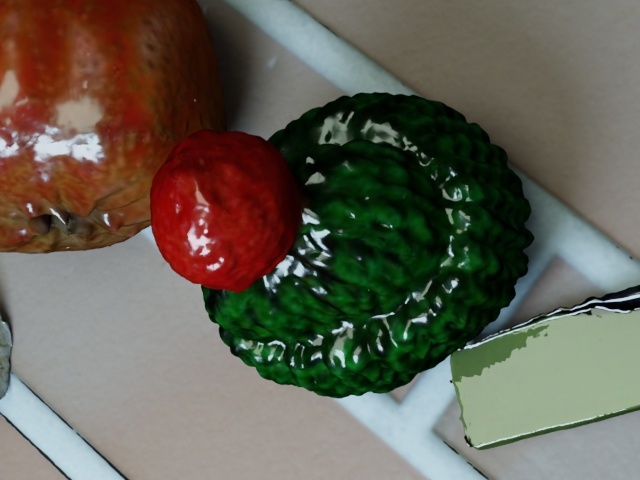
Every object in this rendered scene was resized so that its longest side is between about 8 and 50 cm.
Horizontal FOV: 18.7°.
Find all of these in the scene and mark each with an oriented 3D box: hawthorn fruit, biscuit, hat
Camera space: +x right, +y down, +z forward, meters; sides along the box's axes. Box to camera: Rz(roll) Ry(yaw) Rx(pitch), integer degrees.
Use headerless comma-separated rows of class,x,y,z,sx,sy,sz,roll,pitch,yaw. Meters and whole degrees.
hawthorn fruit,-0.231,-0.151,1.725,0.287,0.287,0.330,-17,61,22
biscuit,0.257,0.087,1.574,0.322,0.038,0.099,-19,79,21
hat,0.000,0.000,1.541,0.274,0.332,0.242,-50,62,15

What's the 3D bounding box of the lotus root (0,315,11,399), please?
lotus root,-0.352,0.106,1.811,0.081,0.122,0.112,1,108,31
